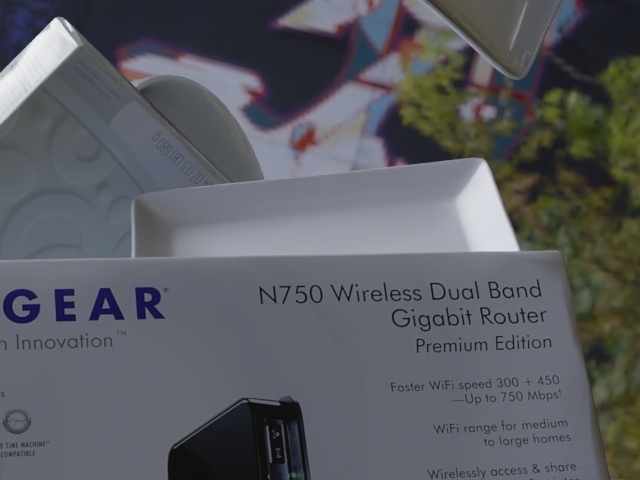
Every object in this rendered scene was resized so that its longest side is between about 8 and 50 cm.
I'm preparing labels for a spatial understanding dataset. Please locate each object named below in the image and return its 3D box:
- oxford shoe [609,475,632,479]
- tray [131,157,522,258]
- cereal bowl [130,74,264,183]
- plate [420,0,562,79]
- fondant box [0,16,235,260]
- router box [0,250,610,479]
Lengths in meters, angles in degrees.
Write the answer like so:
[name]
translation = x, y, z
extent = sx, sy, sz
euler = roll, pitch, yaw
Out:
[oxford shoe]
translation = 0.356, 0.346, 1.893
extent = 0.130, 0.132, 0.363
euler = -66, 14, -18
[tray]
translation = 0.000, 0.000, 1.123
extent = 0.145, 0.270, 0.030
euler = -100, 5, -56
[cereal bowl]
translation = -0.187, 0.003, 1.611
extent = 0.339, 0.141, 0.339
euler = 23, -116, -58
[plate]
translation = 0.143, -0.336, 1.593
extent = 0.045, 0.278, 0.277
euler = -26, 31, 57
[fondant box]
translation = -0.233, 0.024, 1.249
extent = 0.330, 0.238, 0.096
euler = -45, 31, 2
[router box]
translation = -0.035, 0.157, 0.675
extent = 0.082, 0.335, 0.301
euler = 117, 149, -61
